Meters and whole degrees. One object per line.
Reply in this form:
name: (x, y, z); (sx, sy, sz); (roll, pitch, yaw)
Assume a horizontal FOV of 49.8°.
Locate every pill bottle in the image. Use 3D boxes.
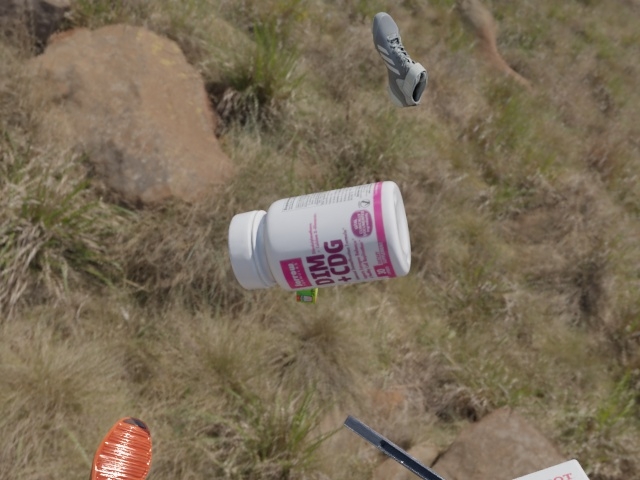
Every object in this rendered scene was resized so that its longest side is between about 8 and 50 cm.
pill bottle: (0.000, 0.000, 1.165); (0.283, 0.160, 0.160); (-9, 34, 15)

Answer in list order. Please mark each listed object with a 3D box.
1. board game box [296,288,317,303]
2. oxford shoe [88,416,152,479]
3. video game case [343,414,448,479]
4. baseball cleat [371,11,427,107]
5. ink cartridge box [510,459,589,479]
board game box: (-0.025, 0.038, 1.447); (0.043, 0.181, 0.092); (5, 44, 4)
oxford shoe: (-0.361, 0.431, 1.178); (0.097, 0.098, 0.271); (24, 40, -14)
video game case: (0.169, 0.420, 1.308); (0.274, 0.026, 0.196); (31, -11, 14)
baseball cleat: (0.174, -0.385, 1.459); (0.072, 0.109, 0.206); (-31, 113, -30)
ink cartridge box: (0.360, 0.511, 1.041); (0.226, 0.131, 0.306); (-18, 28, 0)
